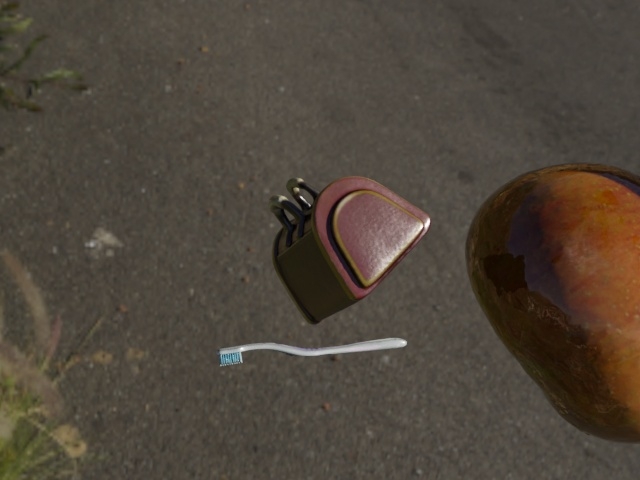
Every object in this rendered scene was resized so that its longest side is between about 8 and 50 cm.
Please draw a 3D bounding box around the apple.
[{"bbox_3d":[0.229,0.041,0.774,0.235,0.173,0.210,43,23,-29],"label":"apple"}]

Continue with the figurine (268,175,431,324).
[{"bbox_3d":[0.000,0.000,0.726,0.098,0.154,0.082,43,69,-6],"label":"figurine"}]

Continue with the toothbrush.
[{"bbox_3d":[-0.005,0.074,0.671,0.131,0.013,0.011,-4,6,-9],"label":"toothbrush"}]
